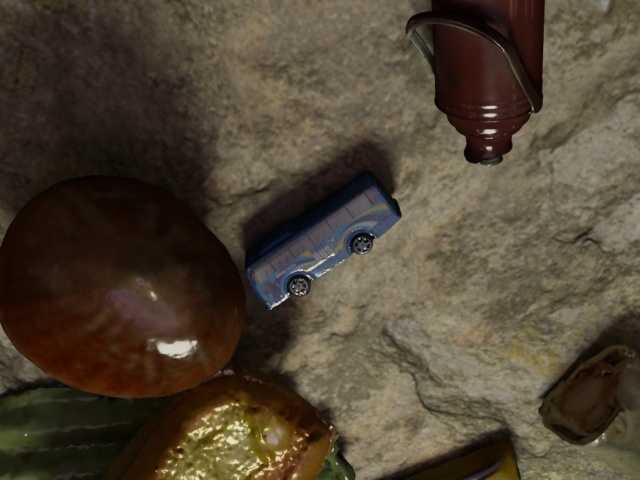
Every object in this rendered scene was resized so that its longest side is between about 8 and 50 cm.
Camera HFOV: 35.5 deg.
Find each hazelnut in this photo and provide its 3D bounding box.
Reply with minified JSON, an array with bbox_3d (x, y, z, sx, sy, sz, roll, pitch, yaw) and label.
[{"bbox_3d":[-0.158,0.037,0.812,0.214,0.214,0.176,23,73,-22],"label":"hazelnut"}]

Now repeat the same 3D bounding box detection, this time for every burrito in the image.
[{"bbox_3d":[0.392,0.215,1.078,0.299,0.105,0.143,24,110,-21],"label":"burrito"}]

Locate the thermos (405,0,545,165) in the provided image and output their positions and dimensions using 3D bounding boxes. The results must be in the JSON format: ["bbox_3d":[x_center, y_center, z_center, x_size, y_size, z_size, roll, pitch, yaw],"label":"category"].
[{"bbox_3d":[0.137,-0.167,0.805,0.124,0.098,0.232,-36,132,-35],"label":"thermos"}]

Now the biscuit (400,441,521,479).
[{"bbox_3d":[0.154,0.320,1.136,0.174,0.039,0.183,-21,123,0],"label":"biscuit"}]

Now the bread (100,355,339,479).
[{"bbox_3d":[-0.119,0.241,0.929,0.152,0.119,0.288,35,96,-18],"label":"bread"}]

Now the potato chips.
[{"bbox_3d":[-0.178,0.296,1.044,0.429,0.070,0.359,-4,117,-12],"label":"potato chips"}]

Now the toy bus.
[{"bbox_3d":[0.000,0.000,0.905,0.153,0.051,0.061,-33,109,10],"label":"toy bus"}]
